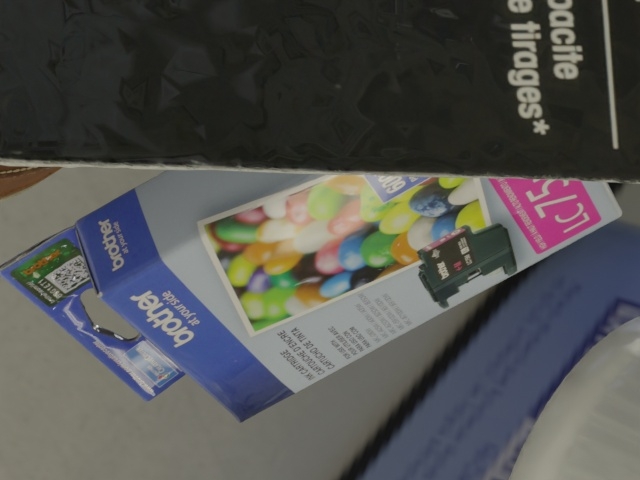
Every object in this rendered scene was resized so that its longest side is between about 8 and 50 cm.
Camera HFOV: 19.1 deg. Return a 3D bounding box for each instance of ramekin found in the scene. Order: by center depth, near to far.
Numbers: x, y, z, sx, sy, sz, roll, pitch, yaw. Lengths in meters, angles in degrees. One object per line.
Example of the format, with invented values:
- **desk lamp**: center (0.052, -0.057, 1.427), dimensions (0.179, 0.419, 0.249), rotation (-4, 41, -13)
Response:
- **ramekin**: center (0.250, 0.198, 1.295), dimensions (0.277, 0.135, 0.277), rotation (-25, 125, -42)

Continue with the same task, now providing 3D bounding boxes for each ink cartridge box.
- **ink cartridge box**: center (0.043, -0.103, 0.425), dimensions (0.069, 0.371, 0.176), rotation (-49, 136, -58)
- **ink cartridge box**: center (0.000, 0.000, 1.056), dimensions (0.311, 0.065, 0.186), rotation (-27, 145, 9)

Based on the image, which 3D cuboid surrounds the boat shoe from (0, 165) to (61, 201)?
- **boat shoe**: center (-0.323, -0.082, 1.502), dimensions (0.324, 0.116, 0.123), rotation (-7, 90, -36)
